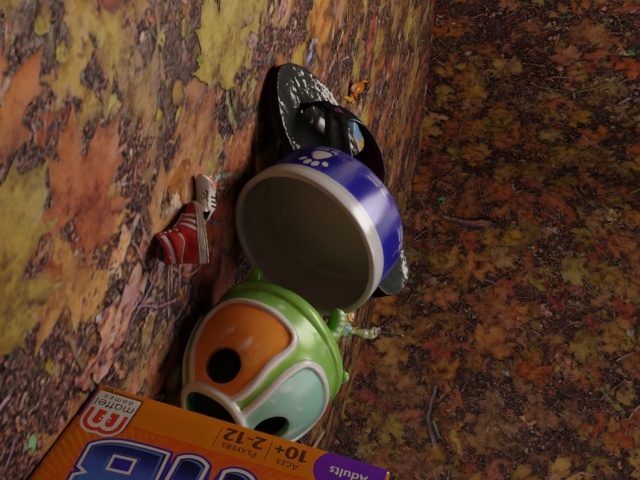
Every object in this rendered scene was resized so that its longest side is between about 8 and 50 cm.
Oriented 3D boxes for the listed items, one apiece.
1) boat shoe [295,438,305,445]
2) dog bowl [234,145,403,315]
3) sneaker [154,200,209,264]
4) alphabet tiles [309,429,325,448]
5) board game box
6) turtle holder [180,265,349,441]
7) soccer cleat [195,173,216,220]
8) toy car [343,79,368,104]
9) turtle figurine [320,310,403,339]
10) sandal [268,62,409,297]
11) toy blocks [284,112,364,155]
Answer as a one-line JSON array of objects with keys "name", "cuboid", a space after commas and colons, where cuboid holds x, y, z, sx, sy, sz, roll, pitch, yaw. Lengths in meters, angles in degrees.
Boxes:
[{"name": "boat shoe", "cuboid": [-0.088, 0.560, 1.952, 0.302, 0.091, 0.114, 10, 93, -79]}, {"name": "dog bowl", "cuboid": [-0.004, -0.015, 1.197, 0.104, 0.265, 0.264, -44, 149, -43]}, {"name": "sneaker", "cuboid": [-0.183, -0.011, 0.964, 0.118, 0.067, 0.042, -111, -162, -51]}, {"name": "alphabet tiles", "cuboid": [-0.092, 0.659, 1.991, 0.285, 0.011, 0.342, -57, 174, 16]}, {"name": "board game box", "cuboid": [-0.155, 0.444, 0.804, 0.356, 0.357, 0.356, -62, 162, -52]}, {"name": "turtle holder", "cuboid": [-0.111, 0.222, 1.159, 0.227, 0.243, 0.320, -47, 175, -44]}, {"name": "soccer cleat", "cuboid": [-0.160, -0.060, 1.028, 0.083, 0.029, 0.035, 94, 10, -58]}, {"name": "toy car", "cuboid": [0.085, -0.370, 1.819, 0.060, 0.041, 0.122, -58, 177, 19]}, {"name": "turtle figurine", "cuboid": [0.134, 0.189, 2.243, 0.275, 0.198, 0.266, -38, -156, 19]}, {"name": "sandal", "cuboid": [0.061, -0.113, 1.276, 0.167, 0.107, 0.445, -45, 111, -48]}, {"name": "toy blocks", "cuboid": [0.031, -0.130, 1.483, 0.381, 0.191, 0.260, 32, 60, -63]}]
